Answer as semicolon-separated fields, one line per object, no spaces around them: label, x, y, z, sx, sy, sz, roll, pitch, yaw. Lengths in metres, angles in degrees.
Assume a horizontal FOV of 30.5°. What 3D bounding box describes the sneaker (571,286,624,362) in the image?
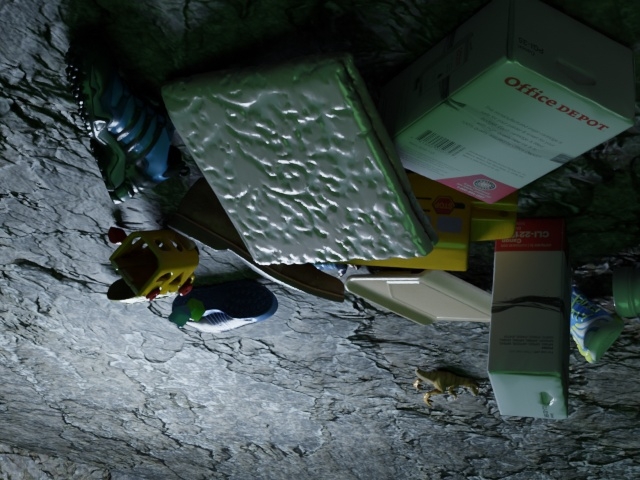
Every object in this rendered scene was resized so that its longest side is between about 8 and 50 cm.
sneaker;0.447;0.139;2.010;0.126;0.091;0.240;40;-176;13

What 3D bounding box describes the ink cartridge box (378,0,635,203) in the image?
ink cartridge box;0.233;-0.175;1.501;0.207;0.117;0.283;22;150;-25

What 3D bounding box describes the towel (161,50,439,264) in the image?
towel;-0.030;-0.104;1.595;0.332;0.053;0.317;-3;127;40

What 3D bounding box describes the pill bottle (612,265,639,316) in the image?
pill bottle;0.577;0.078;1.908;0.187;0.112;0.112;-6;150;24

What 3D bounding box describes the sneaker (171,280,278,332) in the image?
sneaker;-0.168;0.131;2.230;0.232;0.081;0.090;-2;155;32

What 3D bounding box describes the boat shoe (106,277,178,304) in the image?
boat shoe;-0.334;0.095;2.222;0.153;0.056;0.048;-14;142;22

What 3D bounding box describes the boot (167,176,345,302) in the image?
boot;-0.080;0.000;1.853;0.305;0.115;0.112;29;173;-11

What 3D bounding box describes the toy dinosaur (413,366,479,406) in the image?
toy dinosaur;0.241;0.292;2.470;0.212;0.064;0.112;16;134;-35

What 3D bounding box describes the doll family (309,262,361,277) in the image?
doll family;0.000;0.000;1.947;0.111;0.076;0.193;-8;154;18

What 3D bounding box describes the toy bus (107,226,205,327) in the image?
toy bus;-0.262;0.031;2.019;0.191;0.202;0.104;31;114;-27

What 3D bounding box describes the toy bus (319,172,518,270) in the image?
toy bus;0.130;-0.032;1.783;0.333;0.130;0.108;3;152;7

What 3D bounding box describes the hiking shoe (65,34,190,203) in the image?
hiking shoe;-0.272;-0.185;1.654;0.132;0.113;0.304;-21;147;-11

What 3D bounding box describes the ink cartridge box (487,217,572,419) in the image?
ink cartridge box;0.341;0.128;1.884;0.114;0.272;0.197;-1;151;15

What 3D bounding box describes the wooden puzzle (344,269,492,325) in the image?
wooden puzzle;0.194;0.095;2.072;0.221;0.044;0.239;25;160;-31
